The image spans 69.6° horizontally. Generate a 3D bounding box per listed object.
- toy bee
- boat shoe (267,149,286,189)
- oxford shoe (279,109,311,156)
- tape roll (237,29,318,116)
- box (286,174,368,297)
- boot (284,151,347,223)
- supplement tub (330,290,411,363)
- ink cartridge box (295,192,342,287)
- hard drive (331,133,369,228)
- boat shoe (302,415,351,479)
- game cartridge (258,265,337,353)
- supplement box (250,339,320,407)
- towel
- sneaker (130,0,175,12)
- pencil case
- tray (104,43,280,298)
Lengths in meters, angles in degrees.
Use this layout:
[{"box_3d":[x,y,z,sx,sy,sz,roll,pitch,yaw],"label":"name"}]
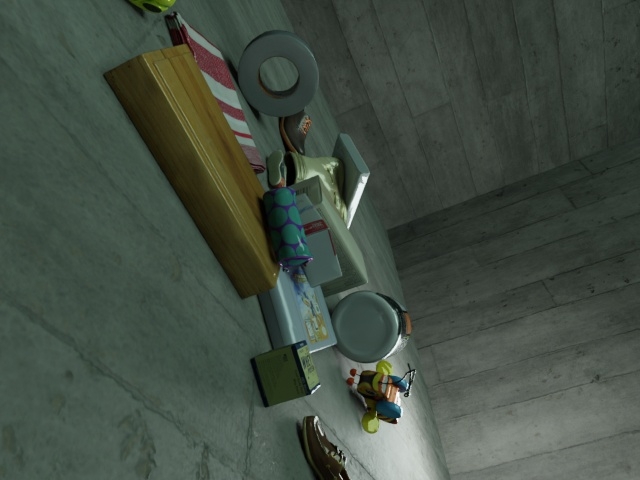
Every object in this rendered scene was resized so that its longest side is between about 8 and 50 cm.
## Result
[{"box_3d":[0.155,0.395,1.244,0.195,0.162,0.298,-56,157,-56],"label":"toy bee"},{"box_3d":[-0.113,-0.187,1.233,0.043,0.049,0.136,51,25,-47],"label":"boat shoe"},{"box_3d":[-0.079,-0.388,1.565,0.097,0.099,0.271,48,25,-57],"label":"oxford shoe"},{"box_3d":[-0.115,-0.458,1.271,0.072,0.219,0.219,-93,158,-56],"label":"tape roll"},{"box_3d":[0.000,0.000,1.198,0.121,0.148,0.311,-97,162,-47],"label":"box"},{"box_3d":[-0.021,-0.117,1.312,0.204,0.095,0.261,-1,92,-44],"label":"boot"},{"box_3d":[0.157,0.250,1.337,0.316,0.194,0.193,32,39,-69],"label":"supplement tub"},{"box_3d":[-0.027,-0.005,0.984,0.175,0.073,0.127,-121,-168,-55],"label":"ink cartridge box"},{"box_3d":[0.061,-0.148,1.448,0.307,0.040,0.203,107,-28,-42],"label":"hard drive"},{"box_3d":[0.018,0.399,0.840,0.064,0.060,0.177,-25,94,-77],"label":"boat shoe"},{"box_3d":[-0.045,0.147,0.995,0.297,0.062,0.197,22,53,-72],"label":"game cartridge"},{"box_3d":[-0.057,0.219,0.763,0.056,0.083,0.083,11,59,-74],"label":"supplement box"},{"box_3d":[-0.221,-0.316,1.030,0.237,0.037,0.328,-8,77,-77],"label":"towel"},{"box_3d":[-0.330,-0.520,0.742,0.295,0.110,0.123,56,23,-44],"label":"sneaker"},{"box_3d":[-0.061,-0.024,0.845,0.070,0.065,0.151,18,51,-53],"label":"pencil case"},{"box_3d":[-0.183,-0.122,0.805,0.202,0.076,0.410,-83,151,-63],"label":"tray"}]
